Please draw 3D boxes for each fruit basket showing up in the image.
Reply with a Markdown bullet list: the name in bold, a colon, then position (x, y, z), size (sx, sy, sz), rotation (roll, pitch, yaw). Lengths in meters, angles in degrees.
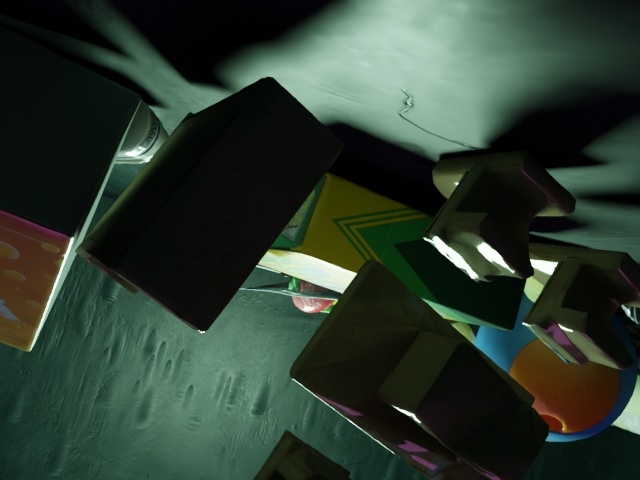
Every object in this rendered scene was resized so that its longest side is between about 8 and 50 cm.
- **fruit basket**: position (0.029, 0.106, 1.683), size (0.327, 0.165, 0.353), rotation (3, 178, 39)

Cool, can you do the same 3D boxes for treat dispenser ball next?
- **treat dispenser ball**: position (0.431, 0.224, 1.254), size (0.288, 0.288, 0.288), rotation (17, 176, 1)

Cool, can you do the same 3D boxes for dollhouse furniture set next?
- **dollhouse furniture set**: position (0.012, 0.071, 0.587), size (0.394, 0.362, 0.256), rotation (41, 168, -21)

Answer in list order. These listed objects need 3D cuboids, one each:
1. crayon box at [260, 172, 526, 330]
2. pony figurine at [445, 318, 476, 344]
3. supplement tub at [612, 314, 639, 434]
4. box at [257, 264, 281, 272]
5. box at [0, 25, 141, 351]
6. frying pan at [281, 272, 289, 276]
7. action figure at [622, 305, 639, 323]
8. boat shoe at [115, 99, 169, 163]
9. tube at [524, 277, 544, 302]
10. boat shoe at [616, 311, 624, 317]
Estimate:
- **crayon box**: position (0.042, 0.016, 0.937), size (0.313, 0.106, 0.363), rotation (20, 172, -25)
- **pony figurine**: position (0.427, 0.279, 1.549), size (0.303, 0.363, 0.351), rotation (-15, -168, 31)
- **supplement tub**: position (0.712, 0.285, 1.300), size (0.235, 0.235, 0.325), rotation (20, 175, -33)
- **box**: position (-0.178, 0.004, 1.530), size (0.171, 0.091, 0.130), rotation (18, 175, -34)
- **box**: position (-0.348, -0.041, 0.686), size (0.215, 0.168, 0.345), rotation (24, 146, -17)
- **frying pan**: position (-0.137, 0.000, 1.708), size (0.197, 0.053, 0.326), rotation (28, -172, 1)
- **action figure**: position (0.472, 0.102, 0.860), size (0.285, 0.099, 0.185), rotation (18, -173, 42)
- **boat shoe**: position (-0.302, -0.140, 0.786), size (0.268, 0.096, 0.088), rotation (7, 169, 12)
- **tube**: position (0.316, 0.044, 0.972), size (0.070, 0.062, 0.240), rotation (-26, 159, 10)
- **boat shoe**: position (0.657, 0.214, 1.518), size (0.302, 0.098, 0.109), rotation (20, 174, -39)
